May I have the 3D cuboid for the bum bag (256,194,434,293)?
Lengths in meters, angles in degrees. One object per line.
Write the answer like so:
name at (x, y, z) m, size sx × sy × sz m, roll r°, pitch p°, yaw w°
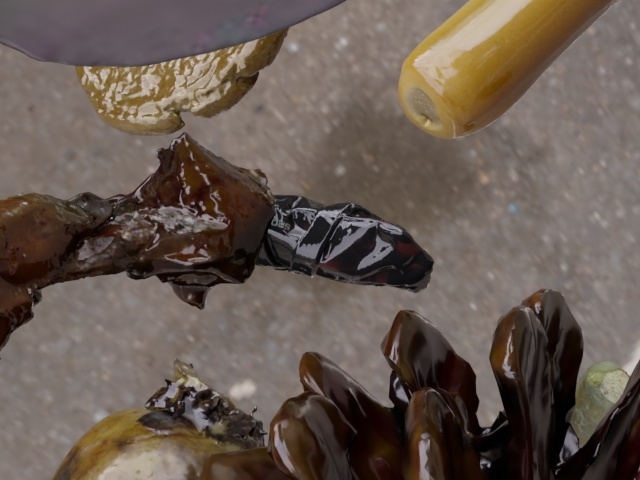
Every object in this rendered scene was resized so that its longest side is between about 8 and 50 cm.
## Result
bum bag at (-0.001, 0.001, 0.946) m, size 0.124 × 0.058 × 0.034 m, roll 7°, pitch 54°, yaw 13°

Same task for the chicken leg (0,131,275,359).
chicken leg at (-0.139, 0.011, 0.804) m, size 0.093 × 0.304 × 0.113 m, roll 11°, pitch 113°, yaw 49°

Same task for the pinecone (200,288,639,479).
pinecone at (0.136, 0.197, 0.858) m, size 0.398 × 0.398 × 0.397 m, roll -13°, pitch 59°, yaw 22°

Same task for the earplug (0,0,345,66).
earplug at (-0.078, -0.237, 0.674) m, size 0.172 × 0.172 × 0.301 m, roll -21°, pitch 70°, yaw 18°

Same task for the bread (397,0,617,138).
bread at (0.157, -0.166, 1.317) m, size 0.074 × 0.092 × 0.239 m, roll 41°, pitch 71°, yaw 17°

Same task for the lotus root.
lotus root at (-0.117, 0.227, 1.180) m, size 0.141 × 0.169 × 0.314 m, roll -2°, pitch 58°, yaw 57°

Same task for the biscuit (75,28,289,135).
biscuit at (-0.096, -0.180, 1.356) m, size 0.226 × 0.042 × 0.225 m, roll -16°, pitch 59°, yaw 29°

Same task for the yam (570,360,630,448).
yam at (0.237, 0.147, 1.538) m, size 0.070 × 0.146 × 0.069 m, roll 10°, pitch 55°, yaw -14°
